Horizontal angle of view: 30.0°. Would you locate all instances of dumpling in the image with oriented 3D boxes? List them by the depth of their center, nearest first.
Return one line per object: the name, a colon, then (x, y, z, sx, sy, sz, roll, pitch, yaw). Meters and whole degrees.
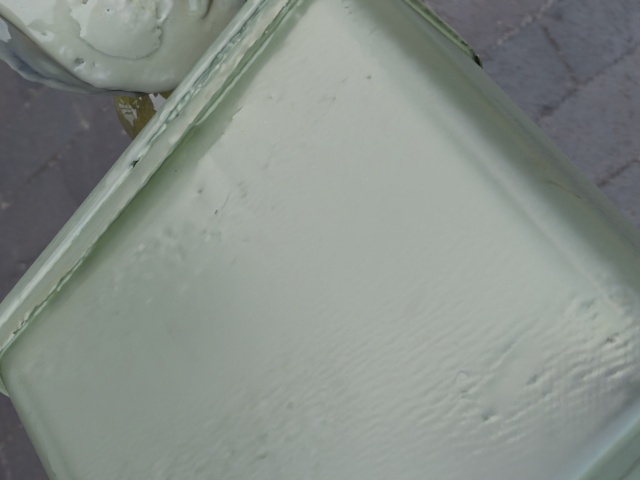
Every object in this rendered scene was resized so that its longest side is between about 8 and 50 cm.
dumpling: (-0.171, -0.218, 0.861, 0.187, 0.318, 0.243, -53, 41, 16)

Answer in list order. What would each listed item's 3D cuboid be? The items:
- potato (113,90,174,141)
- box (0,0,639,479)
potato: (-0.062, -0.109, 1.022, 0.174, 0.251, 0.159, 35, 107, 61)
box: (0.016, 0.074, 0.666, 0.352, 0.177, 0.344, -48, 51, 12)
